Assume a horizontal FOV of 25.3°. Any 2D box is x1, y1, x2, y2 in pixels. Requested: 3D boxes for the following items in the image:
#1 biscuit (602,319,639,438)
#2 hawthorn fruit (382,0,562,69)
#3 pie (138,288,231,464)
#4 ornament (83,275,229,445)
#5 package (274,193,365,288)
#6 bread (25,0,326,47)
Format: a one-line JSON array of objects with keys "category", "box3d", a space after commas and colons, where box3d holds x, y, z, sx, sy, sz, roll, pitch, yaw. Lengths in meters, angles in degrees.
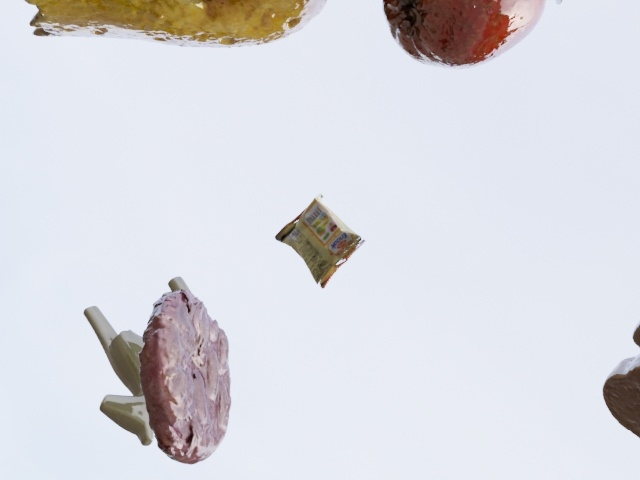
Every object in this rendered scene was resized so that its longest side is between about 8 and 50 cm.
[{"category": "biscuit", "box3d": [0.520, 0.220, 1.772, 0.381, 0.074, 0.359, 17, -42, 46]}, {"category": "hawthorn fruit", "box3d": [0.199, -0.259, 1.532, 0.165, 0.285, 0.165, 8, -80, 49]}, {"category": "pie", "box3d": [-0.112, 0.115, 1.205, 0.036, 0.154, 0.154, -5, -58, 17]}, {"category": "ornament", "box3d": [-0.227, 0.167, 1.954, 0.245, 0.230, 0.061, 54, -48, 29]}, {"category": "package", "box3d": [-0.001, -0.002, 2.281, 0.108, 0.031, 0.121, -48, -111, 15]}, {"category": "bread", "box3d": [-0.172, -0.336, 1.586, 0.361, 0.394, 0.250, -107, -155, -88]}]
